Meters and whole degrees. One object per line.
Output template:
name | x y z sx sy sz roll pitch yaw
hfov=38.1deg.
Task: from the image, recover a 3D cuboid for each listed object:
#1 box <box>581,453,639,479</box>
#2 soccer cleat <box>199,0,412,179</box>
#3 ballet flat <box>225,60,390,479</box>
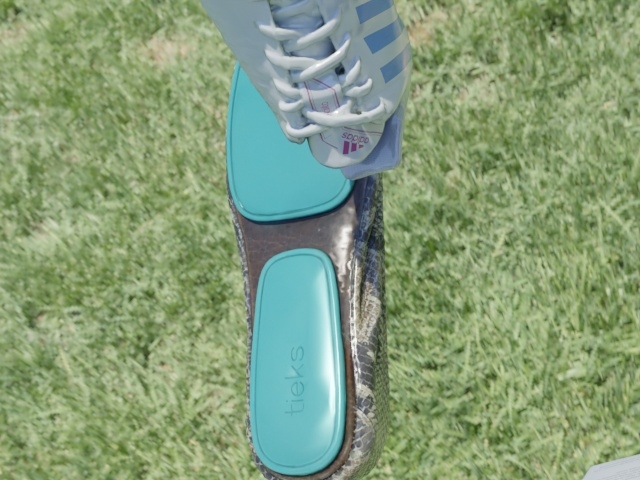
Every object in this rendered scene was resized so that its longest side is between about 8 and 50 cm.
box | 0.234 0.204 0.625 0.101 0.087 0.102 -27 88 37
soccer cleat | 0.000 -0.130 0.597 0.116 0.331 0.143 -11 77 17
ballet flat | 0.000 0.000 0.913 0.164 0.182 0.483 -6 80 22
